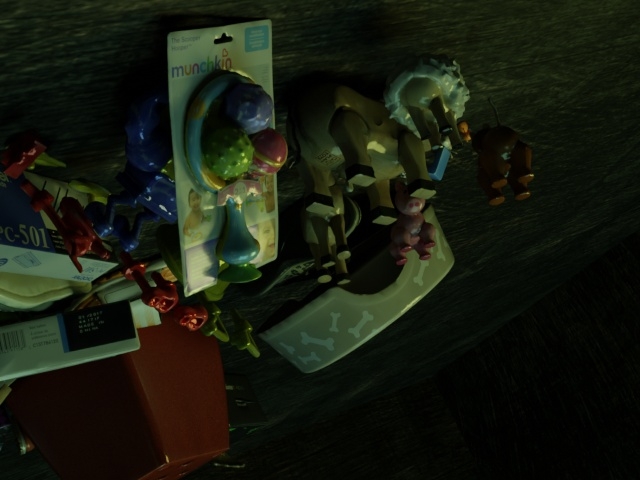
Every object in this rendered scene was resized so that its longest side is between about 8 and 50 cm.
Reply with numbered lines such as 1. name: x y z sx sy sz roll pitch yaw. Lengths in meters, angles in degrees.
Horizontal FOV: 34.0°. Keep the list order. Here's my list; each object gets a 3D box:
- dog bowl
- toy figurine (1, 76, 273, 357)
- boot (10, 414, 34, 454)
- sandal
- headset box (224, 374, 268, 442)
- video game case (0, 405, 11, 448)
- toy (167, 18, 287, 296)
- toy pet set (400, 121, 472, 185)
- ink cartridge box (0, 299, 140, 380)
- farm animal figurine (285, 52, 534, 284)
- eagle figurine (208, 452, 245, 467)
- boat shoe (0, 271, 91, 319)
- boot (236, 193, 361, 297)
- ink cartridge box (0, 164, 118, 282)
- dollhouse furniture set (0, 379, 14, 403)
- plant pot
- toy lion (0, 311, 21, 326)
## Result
1. dog bowl: 0.064 0.082 1.678 0.348 0.102 0.349 -37 -178 1
2. toy figurine: -0.106 -0.051 1.038 0.217 0.191 0.362 -44 146 6
3. boot: -0.467 0.304 1.738 0.084 0.059 0.158 -10 -167 -8
4. sandal: -0.225 0.072 1.447 0.265 0.076 0.102 -24 164 -6
5. headset box: -0.280 0.407 2.324 0.283 0.131 0.246 -30 164 10
6. video game case: -0.650 0.364 1.766 0.232 0.042 0.210 -17 162 -31
7. toy: -0.070 -0.074 0.956 0.056 0.237 0.137 15 -157 34
8. toy pet set: 0.167 -0.115 1.497 0.122 0.065 0.114 -30 164 11
9. ink cartridge box: -0.321 0.127 1.284 0.165 0.065 0.332 -12 175 -17
10. farm animal figurine: 0.063 -0.100 1.234 0.330 0.172 0.326 -25 154 25
11. eagle figurine: -0.304 0.359 1.958 0.298 0.225 0.226 -22 155 11
12. boat shoe: -0.344 0.038 1.087 0.099 0.116 0.319 -29 170 7
13. boot: -0.002 -0.001 1.575 0.236 0.085 0.178 -36 166 31
14. ink cartridge box: -0.287 -0.017 1.032 0.046 0.097 0.207 -31 163 16
15. dollhouse furniture set: -0.501 0.185 1.466 0.144 0.123 0.151 -38 -165 36
16. plant pot: -0.301 0.280 1.700 0.267 0.236 0.267 -33 163 25
17. toy lion: -0.442 0.123 1.361 0.096 0.034 0.100 -39 161 18
